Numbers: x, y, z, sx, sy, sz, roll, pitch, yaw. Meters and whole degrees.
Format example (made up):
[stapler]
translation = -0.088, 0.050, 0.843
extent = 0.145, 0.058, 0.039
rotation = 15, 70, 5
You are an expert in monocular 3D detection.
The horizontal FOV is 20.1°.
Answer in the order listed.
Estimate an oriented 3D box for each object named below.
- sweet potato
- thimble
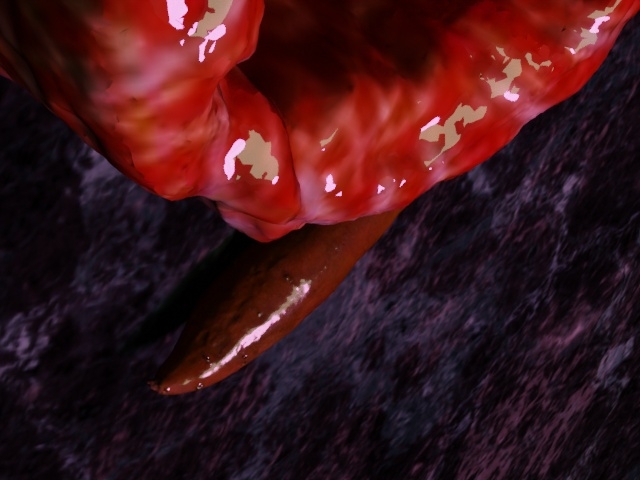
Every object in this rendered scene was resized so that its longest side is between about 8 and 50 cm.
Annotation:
[sweet potato]
translation = 0.001, 0.000, 1.037
extent = 0.264, 0.057, 0.057
rotation = -41, 150, -19
[thimble]
translation = -0.001, -0.185, 0.640
extent = 0.350, 0.230, 0.350
rotation = -33, 145, -27
